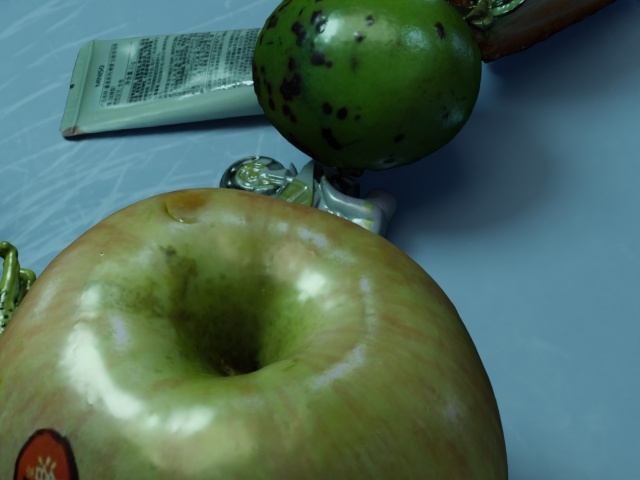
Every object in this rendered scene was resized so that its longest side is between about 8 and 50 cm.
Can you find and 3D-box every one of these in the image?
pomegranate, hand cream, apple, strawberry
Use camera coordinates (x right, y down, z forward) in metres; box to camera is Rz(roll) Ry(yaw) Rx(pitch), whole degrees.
[{"bbox_3d":[0.046,-0.176,1.741,0.202,0.202,0.248,14,95,18],"label":"pomegranate"},{"bbox_3d":[-0.082,-0.158,1.908,0.340,0.078,0.124,-5,52,15],"label":"hand cream"},{"bbox_3d":[-0.052,0.168,1.465,0.391,0.346,0.391,-1,45,1],"label":"apple"},{"bbox_3d":[0.192,-0.251,1.860,0.175,0.236,0.107,-36,78,24],"label":"strawberry"}]

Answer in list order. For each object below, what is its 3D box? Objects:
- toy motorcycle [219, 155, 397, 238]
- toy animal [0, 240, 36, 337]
[{"bbox_3d":[0.000,0.000,1.757,0.152,0.073,0.225,-13,51,-5],"label":"toy motorcycle"},{"bbox_3d":[-0.226,0.089,1.733,0.181,0.073,0.136,13,63,3],"label":"toy animal"}]
